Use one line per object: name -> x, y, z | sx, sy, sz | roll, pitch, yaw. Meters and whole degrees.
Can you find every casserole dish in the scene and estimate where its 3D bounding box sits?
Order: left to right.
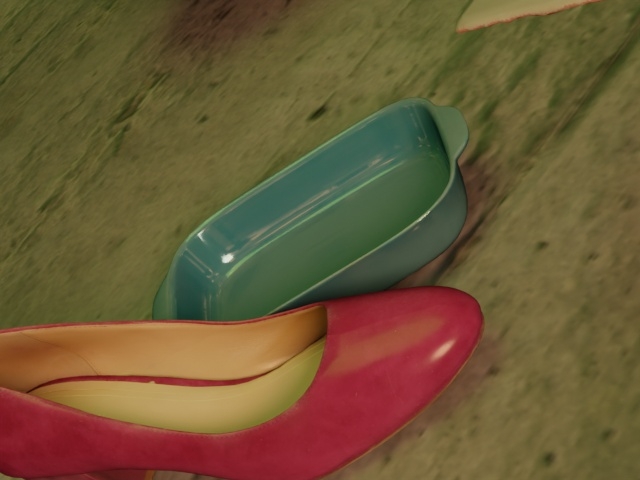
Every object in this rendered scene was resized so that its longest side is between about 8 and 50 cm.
casserole dish -> 0.000, 0.000, 0.652 | 0.188, 0.037, 0.114 | -32, 32, 14

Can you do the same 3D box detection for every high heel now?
high heel -> -0.055, 0.050, 0.568 | 0.244, 0.117, 0.082 | -20, 36, 29

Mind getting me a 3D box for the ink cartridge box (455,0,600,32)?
ink cartridge box -> 0.268, -0.174, 0.475 | 0.308, 0.091, 0.385 | -5, 36, 45
